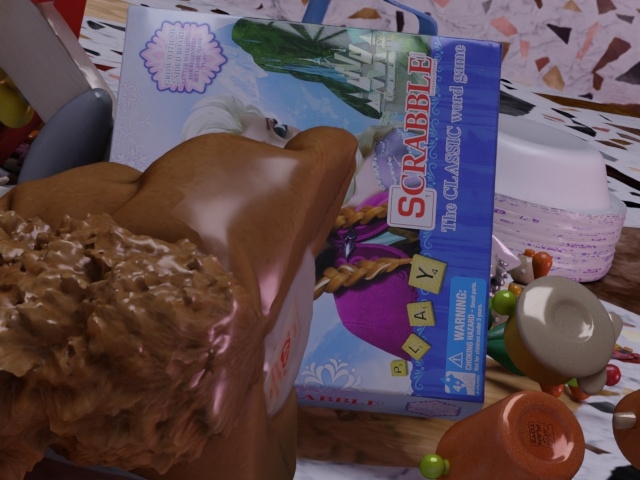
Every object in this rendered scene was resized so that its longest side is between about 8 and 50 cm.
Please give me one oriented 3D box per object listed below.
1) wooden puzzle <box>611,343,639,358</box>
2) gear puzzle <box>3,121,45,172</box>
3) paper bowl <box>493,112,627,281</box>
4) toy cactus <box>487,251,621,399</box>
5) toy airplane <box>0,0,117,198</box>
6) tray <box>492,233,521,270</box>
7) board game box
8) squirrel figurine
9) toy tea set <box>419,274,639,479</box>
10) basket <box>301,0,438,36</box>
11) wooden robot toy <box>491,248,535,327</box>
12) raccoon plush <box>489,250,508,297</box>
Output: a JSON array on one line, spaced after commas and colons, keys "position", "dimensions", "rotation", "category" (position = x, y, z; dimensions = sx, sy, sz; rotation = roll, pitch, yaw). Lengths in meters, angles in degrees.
[{"position": [0.300, 0.113, 2.103], "dimensions": [0.083, 0.006, 0.049], "rotation": [4, 19, -39], "category": "wooden puzzle"}, {"position": [-0.394, -0.141, 2.238], "dimensions": [0.339, 0.044, 0.175], "rotation": [20, 15, 15], "category": "gear puzzle"}, {"position": [0.235, -0.065, 2.424], "dimensions": [0.284, 0.148, 0.284], "rotation": [13, 15, -4], "category": "paper bowl"}, {"position": [0.175, 0.088, 1.915], "dimensions": [0.180, 0.112, 0.219], "rotation": [-3, 30, -25], "category": "toy cactus"}, {"position": [-0.320, -0.208, 1.923], "dimensions": [0.272, 0.384, 0.386], "rotation": [-29, 28, -30], "category": "toy airplane"}, {"position": [0.066, -0.023, 1.976], "dimensions": [0.145, 0.030, 0.270], "rotation": [-19, -47, 38], "category": "tray"}, {"position": [-0.018, -0.024, 1.619], "dimensions": [0.318, 0.319, 0.066], "rotation": [5, -20, -2], "category": "board game box"}, {"position": [-0.208, 0.040, 1.346], "dimensions": [0.370, 0.281, 0.397], "rotation": [12, 11, 12], "category": "squirrel figurine"}, {"position": [0.234, 0.191, 1.528], "dimensions": [0.336, 0.124, 0.200], "rotation": [37, 51, -4], "category": "toy tea set"}, {"position": [0.015, -0.135, 2.123], "dimensions": [0.201, 0.289, 0.255], "rotation": [22, 3, 30], "category": "basket"}, {"position": [0.202, 0.045, 2.111], "dimensions": [0.076, 0.079, 0.173], "rotation": [21, 15, 19], "category": "wooden robot toy"}, {"position": [0.000, 0.000, 1.864], "dimensions": [0.299, 0.216, 0.446], "rotation": [26, 10, -7], "category": "raccoon plush"}]
